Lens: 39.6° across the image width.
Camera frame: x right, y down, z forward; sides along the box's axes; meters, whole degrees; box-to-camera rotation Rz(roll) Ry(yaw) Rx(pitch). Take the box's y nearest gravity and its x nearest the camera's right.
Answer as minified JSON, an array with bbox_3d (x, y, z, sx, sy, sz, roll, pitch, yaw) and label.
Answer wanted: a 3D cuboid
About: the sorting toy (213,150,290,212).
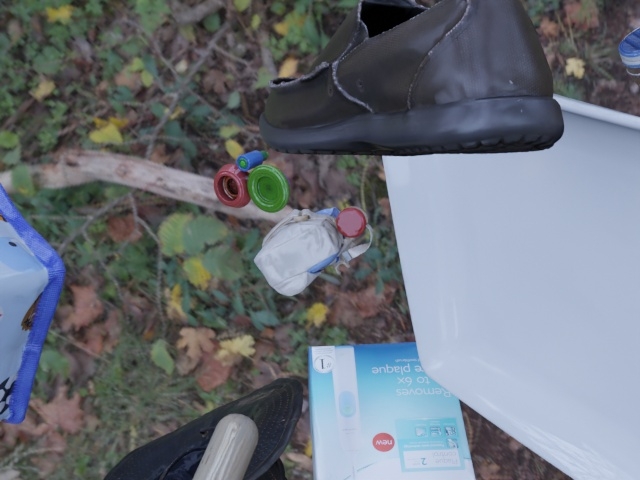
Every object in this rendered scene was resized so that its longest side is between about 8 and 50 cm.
[{"bbox_3d":[-0.066,-0.065,0.936,0.102,0.042,0.061,5,111,34],"label":"sorting toy"}]

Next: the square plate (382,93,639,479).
[{"bbox_3d":[0.180,0.039,0.637,0.049,0.344,0.347,-31,37,-24],"label":"square plate"}]

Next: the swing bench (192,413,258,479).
[{"bbox_3d":[0.040,0.160,0.232,0.253,0.255,0.165,-15,105,30],"label":"swing bench"}]

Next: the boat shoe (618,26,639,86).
[{"bbox_3d":[0.433,-0.243,1.027,0.183,0.066,0.066,-29,38,6],"label":"boat shoe"}]

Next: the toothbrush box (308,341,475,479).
[{"bbox_3d":[0.094,0.298,1.278,0.216,0.126,0.295,-2,45,-2],"label":"toothbrush box"}]

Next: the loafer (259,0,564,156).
[{"bbox_3d":[0.038,-0.081,0.440,0.220,0.080,0.078,9,100,59],"label":"loafer"}]

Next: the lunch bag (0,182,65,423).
[{"bbox_3d":[-0.465,0.009,0.766,0.385,0.328,0.239,45,123,30],"label":"lunch bag"}]

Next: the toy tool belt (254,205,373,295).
[{"bbox_3d":[0.000,0.000,0.587,0.083,0.051,0.052,-32,89,21],"label":"toy tool belt"}]

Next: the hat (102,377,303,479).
[{"bbox_3d":[-0.124,0.291,0.941,0.331,0.331,0.134,-34,101,5],"label":"hat"}]
